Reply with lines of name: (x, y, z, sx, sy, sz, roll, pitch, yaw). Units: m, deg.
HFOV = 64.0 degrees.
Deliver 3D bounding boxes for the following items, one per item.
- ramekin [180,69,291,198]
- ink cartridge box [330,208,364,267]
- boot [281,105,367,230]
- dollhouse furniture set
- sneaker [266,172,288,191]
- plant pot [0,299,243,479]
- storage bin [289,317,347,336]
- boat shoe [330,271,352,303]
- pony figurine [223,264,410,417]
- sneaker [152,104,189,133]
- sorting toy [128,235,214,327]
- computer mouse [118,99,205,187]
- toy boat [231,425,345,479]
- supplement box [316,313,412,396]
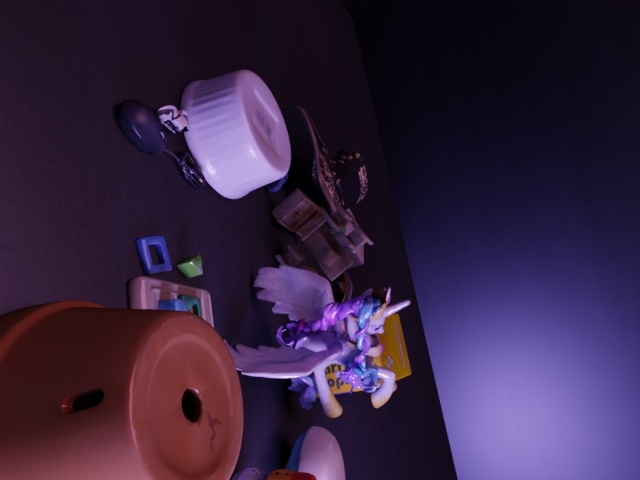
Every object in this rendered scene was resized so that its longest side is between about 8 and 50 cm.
ramekin: (-0.176, -0.243, 1.152, 0.277, 0.135, 0.277, -15, 90, -72)
ink cartridge box: (0.072, -0.026, 1.771, 0.212, 0.093, 0.154, 56, 27, -39)
boot: (0.016, -0.241, 1.591, 0.284, 0.138, 0.377, -35, 107, -54)
dollhouse furniture set: (0.000, 0.000, 1.365, 0.242, 0.212, 0.161, 53, 9, 28)
sneaker: (-0.114, -0.176, 1.412, 0.144, 0.053, 0.059, -84, 155, -45)
plant pot: (-0.222, 0.193, 0.564, 0.291, 0.204, 0.290, -16, 90, -72)
storage bin: (-0.010, 0.231, 1.283, 0.091, 0.135, 0.098, 18, 58, -55)
boat shoe: (0.061, 0.165, 1.627, 0.066, 0.066, 0.183, 50, 30, -49)
pony figurine: (0.007, 0.220, 1.087, 0.302, 0.351, 0.363, -77, 166, -48)
sneaker: (-0.283, -0.230, 0.981, 0.109, 0.040, 0.043, -18, 95, -71)
sorting toy: (-0.223, 0.156, 0.835, 0.196, 0.047, 0.347, 27, 50, -66)
computer mouse: (-0.278, -0.173, 0.946, 0.242, 0.041, 0.071, 46, 33, -56)
toy boat: (-0.047, 0.482, 0.979, 0.318, 0.148, 0.267, 62, 26, -55)
supplement box: (0.120, 0.319, 1.475, 0.356, 0.194, 0.195, 23, 54, -67)
